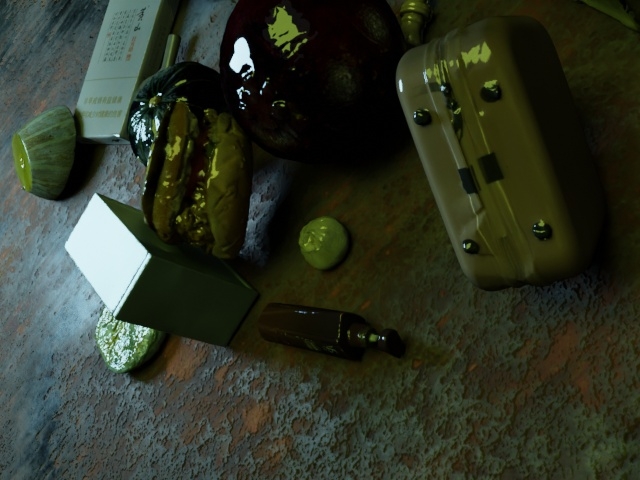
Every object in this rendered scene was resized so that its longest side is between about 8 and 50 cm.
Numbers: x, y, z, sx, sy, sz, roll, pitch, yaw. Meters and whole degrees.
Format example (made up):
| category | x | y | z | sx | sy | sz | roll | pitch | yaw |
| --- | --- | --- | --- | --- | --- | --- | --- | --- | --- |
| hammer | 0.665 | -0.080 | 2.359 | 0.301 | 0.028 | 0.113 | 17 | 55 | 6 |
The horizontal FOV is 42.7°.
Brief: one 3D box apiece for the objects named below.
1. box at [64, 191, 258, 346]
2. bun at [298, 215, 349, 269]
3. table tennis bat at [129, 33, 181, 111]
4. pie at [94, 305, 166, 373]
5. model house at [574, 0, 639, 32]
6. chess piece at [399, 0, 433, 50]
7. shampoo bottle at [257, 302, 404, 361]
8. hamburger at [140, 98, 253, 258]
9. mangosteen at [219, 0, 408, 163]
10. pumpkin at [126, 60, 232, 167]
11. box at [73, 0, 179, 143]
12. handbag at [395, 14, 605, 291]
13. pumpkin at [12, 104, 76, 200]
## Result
| category | x | y | z | sx | sy | sz | roll | pitch | yaw |
| --- | --- | --- | --- | --- | --- | --- | --- | --- | --- |
| box | -0.263 | 0.052 | 1.337 | 0.225 | 0.225 | 0.117 | 39 | 101 | 44 |
| bun | 0.000 | 0.000 | 1.250 | 0.086 | 0.055 | 0.086 | -17 | 62 | 36 |
| table tennis bat | -0.318 | -0.305 | 1.649 | 0.131 | 0.022 | 0.234 | 7 | 79 | 24 |
| pie | -0.344 | 0.151 | 1.493 | 0.187 | 0.041 | 0.186 | -17 | 63 | 36 |
| model house | 0.341 | -0.461 | 1.010 | 0.266 | 0.261 | 0.321 | -51 | 54 | 9 |
| chess piece | 0.149 | -0.358 | 1.270 | 0.060 | 0.060 | 0.172 | 7 | 79 | 42 |
| shampoo bottle | 0.012 | 0.133 | 1.183 | 0.236 | 0.068 | 0.067 | 3 | 76 | 43 |
| hamburger | -0.184 | -0.097 | 1.290 | 0.163 | 0.244 | 0.244 | 11 | 77 | -2 |
| mangosteen | 0.000 | -0.260 | 1.217 | 0.297 | 0.293 | 0.297 | 20 | 118 | 43 |
| pumpkin | -0.247 | -0.216 | 1.478 | 0.221 | 0.162 | 0.220 | -14 | 63 | 30 |
| box | -0.424 | -0.385 | 1.768 | 0.205 | 0.051 | 0.365 | 7 | 79 | 42 |
| handbag | 0.230 | -0.114 | 0.970 | 0.149 | 0.283 | 0.301 | -17 | 101 | 36 |
| pumpkin | -0.618 | -0.193 | 1.788 | 0.217 | 0.110 | 0.217 | 2 | 93 | 49 |
